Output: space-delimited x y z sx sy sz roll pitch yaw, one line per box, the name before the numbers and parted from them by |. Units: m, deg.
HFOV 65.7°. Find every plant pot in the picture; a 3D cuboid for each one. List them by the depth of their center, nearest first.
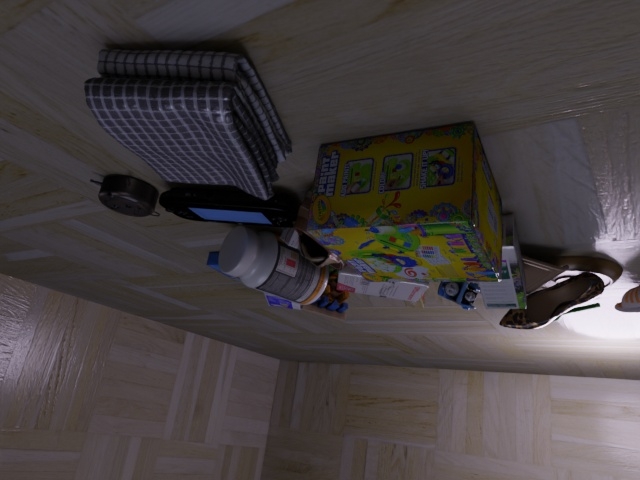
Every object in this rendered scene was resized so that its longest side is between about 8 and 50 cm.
plant pot | 0.660 0.096 1.306 0.237 0.032 0.236 7 158 3

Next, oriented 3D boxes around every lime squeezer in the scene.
lime squeezer | 0.718 0.218 1.597 0.311 0.058 0.109 2 128 21

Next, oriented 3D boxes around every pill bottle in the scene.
pill bottle | -0.124 0.067 1.349 0.279 0.162 0.162 25 154 -37

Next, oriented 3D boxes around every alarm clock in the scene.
alarm clock | -0.453 -0.094 1.201 0.130 0.064 0.192 1 161 19

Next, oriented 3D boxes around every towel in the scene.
towel | -0.197 -0.175 0.803 0.235 0.121 0.283 4 159 14

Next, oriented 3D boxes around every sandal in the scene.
sandal | 0.874 0.141 1.274 0.102 0.076 0.265 -12 174 -12

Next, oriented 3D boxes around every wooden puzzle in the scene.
wooden puzzle | 0.470 0.070 1.271 0.239 0.044 0.221 13 159 3

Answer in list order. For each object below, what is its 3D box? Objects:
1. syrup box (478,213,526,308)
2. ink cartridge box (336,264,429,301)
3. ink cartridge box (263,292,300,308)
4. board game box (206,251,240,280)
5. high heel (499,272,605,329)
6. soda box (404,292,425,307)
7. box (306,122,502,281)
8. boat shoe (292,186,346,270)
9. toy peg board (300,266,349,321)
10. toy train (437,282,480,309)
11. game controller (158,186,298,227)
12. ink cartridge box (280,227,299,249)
syrup box | 0.401 0.053 1.116 0.093 0.096 0.236 -5 139 26
ink cartridge box | 0.170 0.089 1.377 0.238 0.100 0.172 8 159 3
ink cartridge box | -0.107 0.223 1.911 0.207 0.045 0.208 7 160 3
board game box | -0.231 0.083 1.591 0.211 0.047 0.160 -2 156 27
high heel | 0.577 0.154 1.260 0.261 0.093 0.186 -24 155 14
soda box | 0.297 0.166 1.590 0.062 0.058 0.181 1 158 17
box | 0.170 -0.046 0.919 0.279 0.176 0.290 -3 157 27
boat shoe | 0.000 0.000 1.146 0.123 0.116 0.324 28 163 24
toy peg board | 0.026 0.144 1.519 0.161 0.160 0.079 20 141 -28
toy train | 0.389 0.145 1.399 0.105 0.080 0.184 21 -179 11
game controller | -0.206 -0.069 1.159 0.320 0.067 0.166 5 159 11
ink cartridge box | -0.067 -0.011 1.231 0.028 0.048 0.083 21 -173 -28
